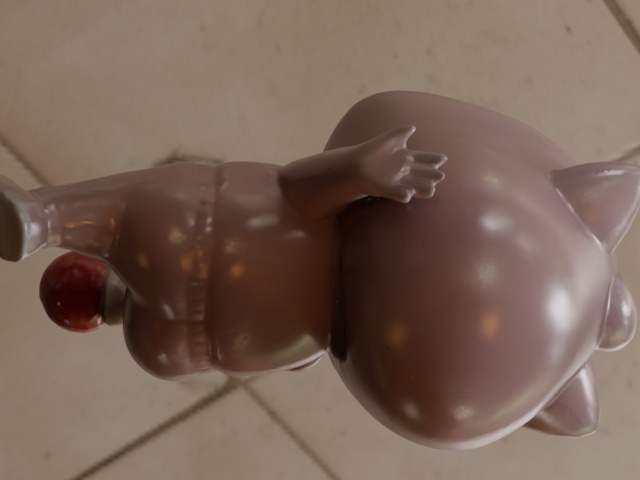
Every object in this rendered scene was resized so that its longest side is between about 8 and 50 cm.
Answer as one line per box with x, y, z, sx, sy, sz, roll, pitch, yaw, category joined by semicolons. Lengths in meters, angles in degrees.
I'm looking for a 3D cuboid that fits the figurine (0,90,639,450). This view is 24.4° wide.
0.000;0.000;0.682;0.287;0.186;0.176;-1;122;4;figurine
